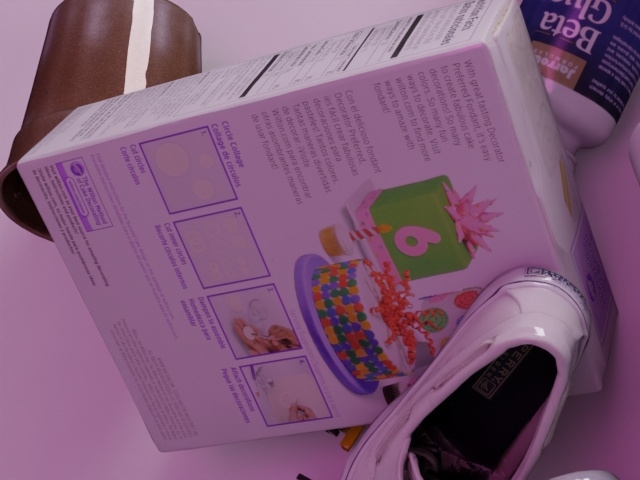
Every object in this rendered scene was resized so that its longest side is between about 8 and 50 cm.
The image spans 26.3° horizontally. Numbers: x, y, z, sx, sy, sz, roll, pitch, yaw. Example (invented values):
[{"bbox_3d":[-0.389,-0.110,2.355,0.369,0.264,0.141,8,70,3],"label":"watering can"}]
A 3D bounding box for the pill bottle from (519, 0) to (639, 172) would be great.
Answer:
[{"bbox_3d":[0.168,-0.121,0.925,0.094,0.094,0.169,23,86,34],"label":"pill bottle"}]

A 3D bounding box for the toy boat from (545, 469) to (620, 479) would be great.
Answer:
[{"bbox_3d":[0.097,0.275,0.794,0.267,0.148,0.318,30,90,35],"label":"toy boat"}]

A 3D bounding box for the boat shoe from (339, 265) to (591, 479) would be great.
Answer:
[{"bbox_3d":[0.078,0.138,0.828,0.096,0.088,0.267,33,119,-2],"label":"boat shoe"}]

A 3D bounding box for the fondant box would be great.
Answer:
[{"bbox_3d":[0.000,0.000,0.895,0.330,0.238,0.096,-11,24,26],"label":"fondant box"}]

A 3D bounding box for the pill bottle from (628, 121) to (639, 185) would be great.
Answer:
[{"bbox_3d":[0.277,0.036,0.771,0.153,0.153,0.264,-26,61,20],"label":"pill bottle"}]

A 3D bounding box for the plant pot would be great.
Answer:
[{"bbox_3d":[-0.163,-0.099,1.081,0.167,0.167,0.165,-13,60,26],"label":"plant pot"}]

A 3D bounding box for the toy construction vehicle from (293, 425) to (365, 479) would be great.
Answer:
[{"bbox_3d":[0.021,0.162,0.953,0.098,0.035,0.085,23,74,32],"label":"toy construction vehicle"}]
